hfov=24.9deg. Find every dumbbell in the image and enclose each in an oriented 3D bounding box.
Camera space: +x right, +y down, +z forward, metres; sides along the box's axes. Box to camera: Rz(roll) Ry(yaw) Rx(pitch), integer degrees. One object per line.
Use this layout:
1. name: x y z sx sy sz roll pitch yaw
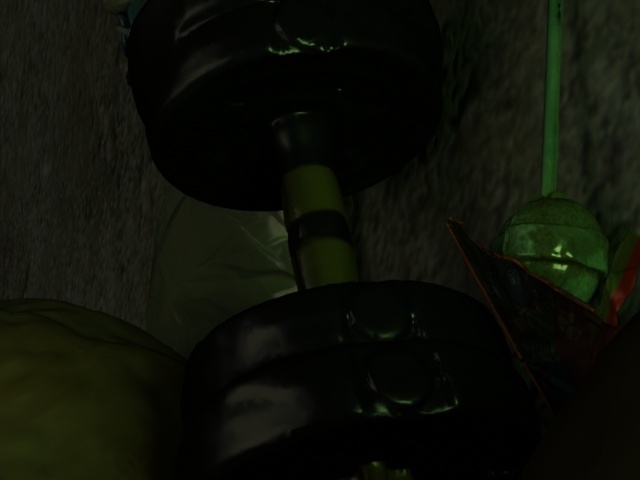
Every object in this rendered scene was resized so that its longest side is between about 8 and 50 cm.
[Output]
1. dumbbell: 0.000 0.000 0.771 0.185 0.185 0.388 128 138 -50

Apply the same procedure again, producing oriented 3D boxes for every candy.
1. candy: 0.113 -0.059 0.710 0.061 0.061 0.203 150 129 -61

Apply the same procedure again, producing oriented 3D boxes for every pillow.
1. pillow: -0.059 0.058 1.015 0.274 0.076 0.281 -33 57 57

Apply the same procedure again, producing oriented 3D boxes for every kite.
1. kite: 0.124 0.052 0.636 0.190 0.010 0.159 33 141 34

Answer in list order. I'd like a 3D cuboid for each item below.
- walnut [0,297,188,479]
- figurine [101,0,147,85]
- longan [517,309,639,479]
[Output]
1. walnut: -0.195 0.205 0.858 0.381 0.381 0.381 -176 90 -65
2. figurine: -0.158 -0.208 1.297 0.077 0.079 0.136 -27 82 37
3. longan: 0.158 0.135 0.349 0.300 0.243 0.300 21 118 46
